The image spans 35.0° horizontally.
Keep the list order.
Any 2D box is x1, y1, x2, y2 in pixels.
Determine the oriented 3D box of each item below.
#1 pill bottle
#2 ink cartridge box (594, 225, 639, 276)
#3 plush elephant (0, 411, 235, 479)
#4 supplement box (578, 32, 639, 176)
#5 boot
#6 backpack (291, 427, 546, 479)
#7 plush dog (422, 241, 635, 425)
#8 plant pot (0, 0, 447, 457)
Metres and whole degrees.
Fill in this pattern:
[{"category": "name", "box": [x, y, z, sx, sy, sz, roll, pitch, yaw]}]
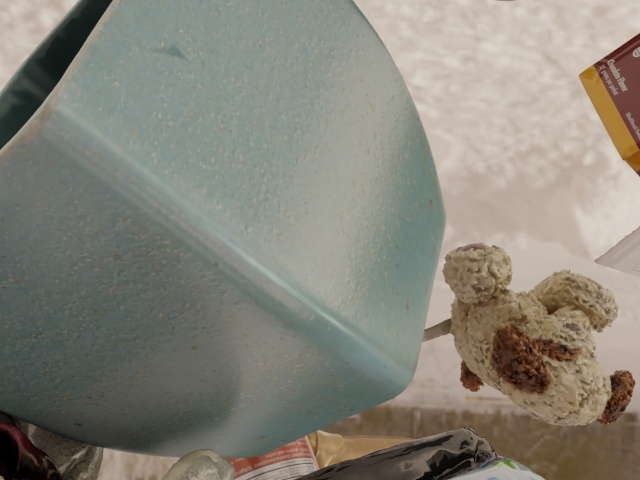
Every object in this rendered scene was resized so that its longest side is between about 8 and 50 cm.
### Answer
[{"category": "pill bottle", "box": [-0.051, 0.274, 1.057, 0.121, 0.216, 0.121, -18, 155, -9]}, {"category": "ink cartridge box", "box": [0.333, -0.030, 0.786, 0.225, 0.056, 0.181, 16, 132, -37]}, {"category": "plush elephant", "box": [-0.201, 0.172, 0.568, 0.330, 0.271, 0.255, 39, 160, -18]}, {"category": "supplement box", "box": [0.379, -0.114, 0.921, 0.191, 0.129, 0.194, -35, 130, 23]}, {"category": "boot", "box": [0.051, 0.424, 1.645, 0.270, 0.236, 0.089, 19, 178, -34]}, {"category": "backpack", "box": [0.117, 0.324, 0.766, 0.290, 0.355, 0.273, -6, 153, -38]}, {"category": "plush dog", "box": [0.264, 0.145, 1.261, 0.263, 0.210, 0.225, 18, -163, -25]}, {"category": "plant pot", "box": [-0.068, -0.012, 0.590, 0.252, 0.247, 0.248, 39, 133, -22]}]
